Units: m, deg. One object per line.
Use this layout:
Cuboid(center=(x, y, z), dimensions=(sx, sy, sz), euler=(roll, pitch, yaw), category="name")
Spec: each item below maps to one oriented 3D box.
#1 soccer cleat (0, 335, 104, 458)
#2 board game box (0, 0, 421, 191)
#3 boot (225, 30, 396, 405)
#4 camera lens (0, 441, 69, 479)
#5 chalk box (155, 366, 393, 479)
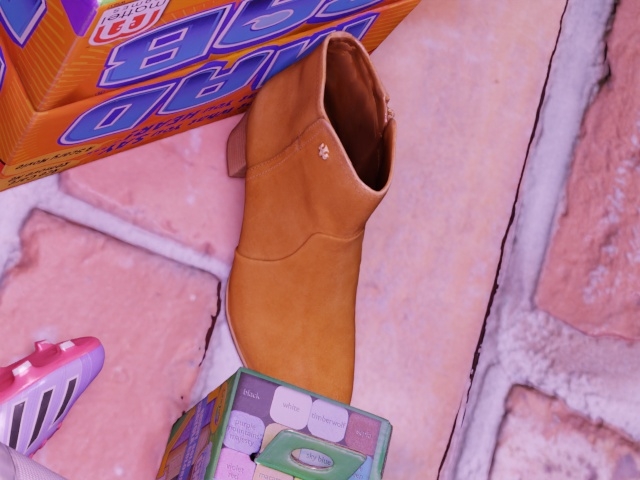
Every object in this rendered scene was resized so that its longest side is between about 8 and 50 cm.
Cuboid(center=(-0.256, 0.161, 1.291), dimensions=(0.248, 0.083, 0.095), euler=(-36, 106, -29), category="soccer cleat")
Cuboid(center=(-0.133, -0.303, 1.345), dimensions=(0.356, 0.356, 0.356), euler=(-21, 80, -27), category="board game box")
Cuboid(center=(0.001, -0.001, 1.369), dimensions=(0.104, 0.211, 0.295), euler=(-6, 79, -26), category="boot")
Cuboid(center=(-0.201, 0.269, 1.157), dimensions=(0.274, 0.219, 0.219), euler=(35, 61, -28), category="camera lens")
Cuboid(center=(-0.037, 0.188, 1.286), dimensions=(0.132, 0.213, 0.132), euler=(21, 65, -14), category="chalk box")
